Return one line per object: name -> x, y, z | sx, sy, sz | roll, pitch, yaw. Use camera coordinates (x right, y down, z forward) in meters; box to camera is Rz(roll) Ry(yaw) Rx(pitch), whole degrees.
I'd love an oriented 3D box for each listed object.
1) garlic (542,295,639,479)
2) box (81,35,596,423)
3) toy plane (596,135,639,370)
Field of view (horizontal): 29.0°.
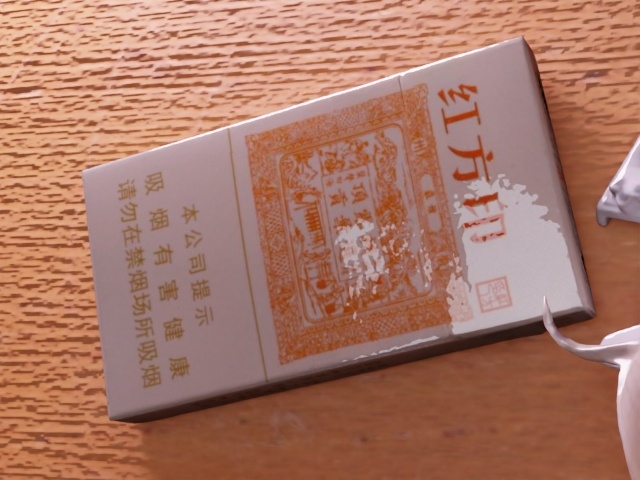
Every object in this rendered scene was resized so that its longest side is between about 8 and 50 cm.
garlic -> 0.225, 0.092, 0.651 | 0.148, 0.128, 0.266 | -13, 42, -3
box -> 0.000, 0.000, 0.911 | 0.365, 0.051, 0.205 | -15, 72, 18
toy plane -> 0.274, 0.011, 0.768 | 0.252, 0.118, 0.252 | -17, 60, 32
